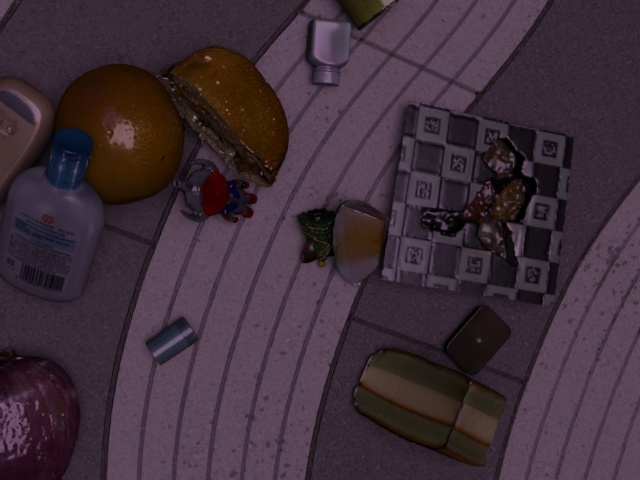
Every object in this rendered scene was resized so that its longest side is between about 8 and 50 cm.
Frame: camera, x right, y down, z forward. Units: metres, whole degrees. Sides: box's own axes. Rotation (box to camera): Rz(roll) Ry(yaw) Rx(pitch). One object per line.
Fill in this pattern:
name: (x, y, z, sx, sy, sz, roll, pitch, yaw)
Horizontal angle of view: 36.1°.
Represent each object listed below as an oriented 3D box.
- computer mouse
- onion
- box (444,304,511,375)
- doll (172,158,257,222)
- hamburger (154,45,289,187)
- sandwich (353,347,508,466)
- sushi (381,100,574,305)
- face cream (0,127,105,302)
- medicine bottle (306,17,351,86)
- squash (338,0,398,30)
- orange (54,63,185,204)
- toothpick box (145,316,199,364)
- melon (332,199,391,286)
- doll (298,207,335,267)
computer mouse: (-0.546, -0.163, 1.653, 0.145, 0.082, 0.236, 35, 98, -8)
onion: (-0.532, 0.364, 1.651, 0.267, 0.159, 0.349, -9, 94, -12)
box: (0.308, 0.196, 1.941, 0.091, 0.031, 0.126, 44, 82, -13)
doll: (-0.188, -0.082, 1.738, 0.194, 0.062, 0.104, 15, 106, -49)
hamburger: (-0.152, -0.228, 1.736, 0.283, 0.144, 0.157, 47, 56, -22)
sandwich: (0.215, 0.318, 1.887, 0.198, 0.227, 0.155, 31, 81, -50)
sushi: (0.301, -0.066, 1.911, 0.359, 0.064, 0.343, 9, 86, -15)
face cream: (-0.432, -0.040, 1.593, 0.163, 0.080, 0.337, 22, 131, -5)
medicine bottle: (0.014, -0.347, 1.820, 0.074, 0.055, 0.118, 3, 91, -16)
squash: (0.053, -0.521, 1.788, 0.132, 0.132, 0.247, -37, 99, -11)
orange: (-0.336, -0.175, 1.647, 0.236, 0.236, 0.236, -1, 93, -16)
toothpick box: (-0.267, 0.181, 1.769, 0.083, 0.052, 0.052, -34, 101, -10)
melon: (0.083, -0.015, 1.830, 0.093, 0.139, 0.203, 8, 134, 14)
doll: (0.004, -0.002, 1.824, 0.078, 0.076, 0.113, -15, 98, -23)
